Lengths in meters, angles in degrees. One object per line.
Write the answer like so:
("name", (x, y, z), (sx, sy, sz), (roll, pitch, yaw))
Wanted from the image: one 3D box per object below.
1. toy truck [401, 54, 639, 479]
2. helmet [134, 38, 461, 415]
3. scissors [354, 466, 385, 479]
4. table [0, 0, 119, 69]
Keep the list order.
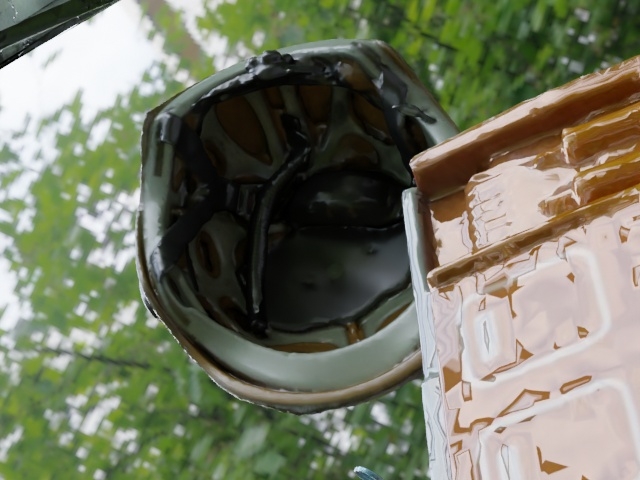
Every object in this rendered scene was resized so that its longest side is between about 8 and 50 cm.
("toy truck", (0.136, 0.109, 0.390), (0.387, 0.207, 0.173), (-92, -23, -46))
("helmet", (0.000, 0.000, 0.774), (0.130, 0.198, 0.224), (58, -166, -69))
("scissors", (0.061, 0.191, 1.002), (0.006, 0.083, 0.036), (-58, 0, -17))
("table", (-0.385, -0.204, 1.107), (0.222, 0.335, 0.272), (62, -144, -9))
